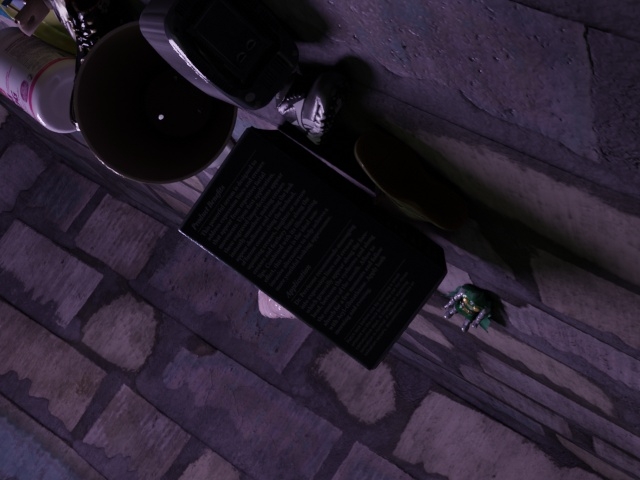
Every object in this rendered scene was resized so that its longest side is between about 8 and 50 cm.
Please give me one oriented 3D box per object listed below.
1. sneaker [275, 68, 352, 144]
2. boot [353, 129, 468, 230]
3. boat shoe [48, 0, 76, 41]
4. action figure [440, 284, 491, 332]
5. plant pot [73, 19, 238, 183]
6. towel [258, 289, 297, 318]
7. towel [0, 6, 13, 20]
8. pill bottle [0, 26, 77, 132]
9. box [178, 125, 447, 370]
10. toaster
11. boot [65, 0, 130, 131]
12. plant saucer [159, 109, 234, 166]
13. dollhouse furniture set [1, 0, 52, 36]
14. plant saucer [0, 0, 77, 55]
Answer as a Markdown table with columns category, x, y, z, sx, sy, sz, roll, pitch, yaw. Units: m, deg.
| category | x | y | z | sx | sy | sz | roll | pitch | yaw |
| --- | --- | --- | --- | --- | --- | --- | --- | --- | --- |
| sneaker | -0.020 | -0.204 | 1.361 | 0.106 | 0.078 | 0.234 | 32 | 172 | -1 |
| boot | 0.115 | -0.091 | 1.483 | 0.213 | 0.077 | 0.165 | 37 | 172 | -18 |
| boat shoe | -0.439 | -0.422 | 1.677 | 0.073 | 0.080 | 0.223 | 37 | 166 | 15 |
| action figure | 0.313 | 0.141 | 1.990 | 0.137 | 0.063 | 0.232 | 35 | 167 | 9 |
| plant pot | -0.260 | -0.233 | 1.603 | 0.256 | 0.256 | 0.274 | 35 | -174 | -6 |
| towel | -0.082 | 0.004 | 1.947 | 0.053 | 0.316 | 0.332 | 0 | 176 | -13 |
| towel | -0.678 | -0.534 | 2.004 | 0.370 | 0.040 | 0.271 | 27 | 169 | 26 |
| pill bottle | -0.605 | -0.355 | 2.028 | 0.283 | 0.160 | 0.160 | 35 | 172 | 39 |
| box | 0.000 | 0.000 | 1.622 | 0.395 | 0.212 | 0.293 | 37 | -171 | 2 |
| toaster | -0.150 | -0.279 | 1.279 | 0.227 | 0.129 | 0.146 | 39 | 171 | -32 |
| boot | -0.394 | -0.320 | 1.596 | 0.085 | 0.236 | 0.178 | 10 | 161 | 8 |
| plant saucer | -0.377 | -0.259 | 2.115 | 0.401 | 0.100 | 0.400 | 31 | 170 | 6 |
| dollhouse furniture set | -0.546 | -0.469 | 1.625 | 0.129 | 0.129 | 0.183 | 32 | 170 | 8 |
| plant saucer | -0.515 | -0.438 | 1.838 | 0.241 | 0.037 | 0.241 | 21 | 164 | 6 |
